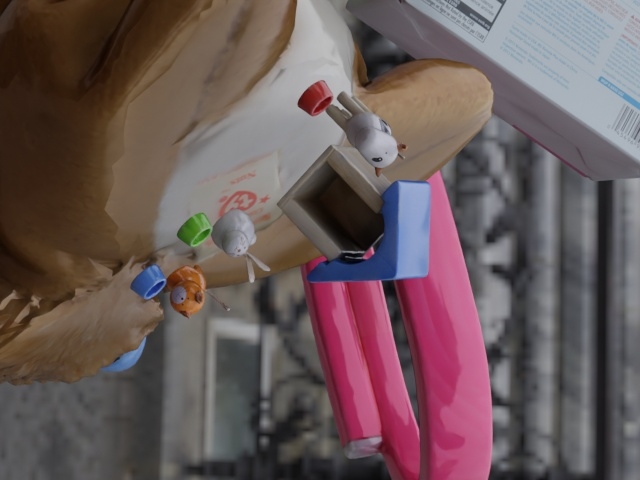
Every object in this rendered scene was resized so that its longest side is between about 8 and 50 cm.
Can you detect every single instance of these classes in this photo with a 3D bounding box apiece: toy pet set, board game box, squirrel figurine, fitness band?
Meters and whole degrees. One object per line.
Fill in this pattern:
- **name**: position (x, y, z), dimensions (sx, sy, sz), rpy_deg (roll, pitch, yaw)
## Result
- **toy pet set**: position (0.000, 0.000, 0.861), dimensions (0.065, 0.122, 0.114), rpy_deg (47, 16, 16)
- **board game box**: position (0.191, -0.226, 1.353), dimensions (0.303, 0.224, 0.097), rpy_deg (-60, -162, -11)
- **squirrel figurine**: position (-0.159, -0.130, 1.144), dimensions (0.281, 0.397, 0.370), rpy_deg (17, 32, -55)
- **fitness band**: position (0.042, 0.040, 1.293), dimensions (0.209, 0.054, 0.291), rpy_deg (119, -41, -67)

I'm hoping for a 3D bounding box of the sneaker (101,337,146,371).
- **sneaker**: position (-0.178, -0.002, 1.508), dimensions (0.082, 0.069, 0.209), rpy_deg (10, 66, -80)
